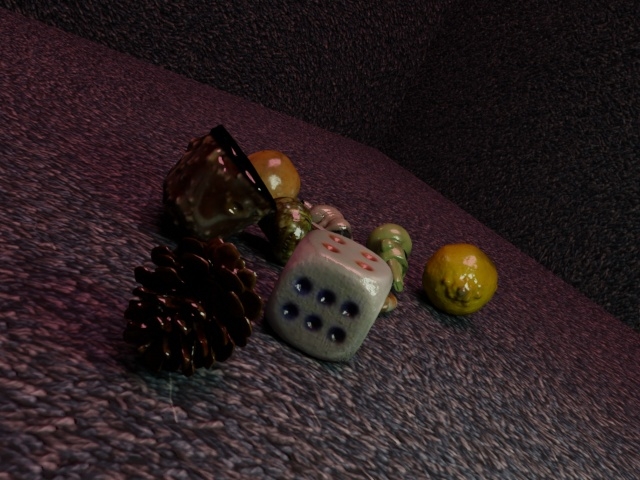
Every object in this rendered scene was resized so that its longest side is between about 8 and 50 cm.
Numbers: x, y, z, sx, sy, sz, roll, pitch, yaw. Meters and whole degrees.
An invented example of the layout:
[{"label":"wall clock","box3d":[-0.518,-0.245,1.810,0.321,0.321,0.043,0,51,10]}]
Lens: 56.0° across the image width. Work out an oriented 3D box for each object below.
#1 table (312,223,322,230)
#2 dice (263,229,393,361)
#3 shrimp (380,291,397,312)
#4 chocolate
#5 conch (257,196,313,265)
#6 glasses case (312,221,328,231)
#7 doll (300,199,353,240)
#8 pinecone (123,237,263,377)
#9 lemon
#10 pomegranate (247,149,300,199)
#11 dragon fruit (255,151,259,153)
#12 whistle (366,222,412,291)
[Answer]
[{"label":"table","box3d":[-0.035,-0.006,1.574,0.070,0.083,0.082,34,12,11]},{"label":"dice","box3d":[0.017,0.102,1.154,0.193,0.194,0.192,29,16,2]},{"label":"shrimp","box3d":[0.094,0.122,1.435,0.145,0.059,0.254,35,18,32]},{"label":"chocolate","box3d":[-0.242,-0.108,1.347,0.225,0.210,0.340,52,2,-23]},{"label":"conch","box3d":[-0.077,-0.020,1.455,0.181,0.124,0.187,66,-14,3]},{"label":"glasses case","box3d":[0.000,0.000,1.636,0.164,0.063,0.041,32,20,18]},{"label":"doll","box3d":[0.022,-0.046,1.752,0.149,0.095,0.192,10,26,-37]},{"label":"pinecone","box3d":[-0.190,0.099,0.870,0.208,0.207,0.207,25,17,-8]},{"label":"lemon","box3d":[0.386,0.105,1.670,0.204,0.204,0.260,28,17,3]},{"label":"pomegranate","box3d":[-0.154,-0.157,1.691,0.196,0.196,0.196,25,17,-8]},{"label":"dragon fruit","box3d":[-0.154,-0.193,1.865,0.133,0.149,0.208,-1,-12,43]},{"label":"whistle","box3d":[0.187,0.051,1.715,0.141,0.141,0.294,26,35,-3]}]
